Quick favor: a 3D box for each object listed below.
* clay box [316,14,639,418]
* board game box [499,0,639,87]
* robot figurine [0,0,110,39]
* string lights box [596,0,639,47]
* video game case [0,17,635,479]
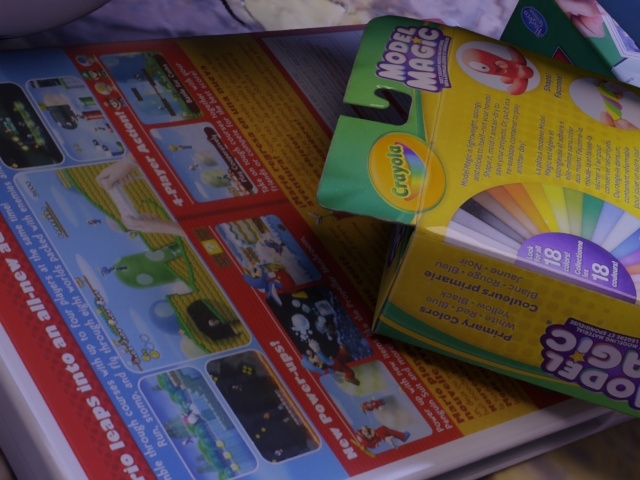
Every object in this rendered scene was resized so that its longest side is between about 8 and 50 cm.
[{"bbox_3d":[0.108,0.000,0.477,0.222,0.053,0.127,18,40,-1],"label":"clay box"},{"bbox_3d":[0.269,-0.050,0.668,0.317,0.046,0.213,-7,52,-31],"label":"board game box"},{"bbox_3d":[-0.096,-0.185,0.514,0.209,0.173,0.278,-6,29,26],"label":"robot figurine"},{"bbox_3d":[0.082,-0.178,0.485,0.260,0.077,0.133,42,29,-20],"label":"string lights box"},{"bbox_3d":[0.000,0.000,0.485,0.285,0.025,0.204,-11,54,-39],"label":"video game case"}]
